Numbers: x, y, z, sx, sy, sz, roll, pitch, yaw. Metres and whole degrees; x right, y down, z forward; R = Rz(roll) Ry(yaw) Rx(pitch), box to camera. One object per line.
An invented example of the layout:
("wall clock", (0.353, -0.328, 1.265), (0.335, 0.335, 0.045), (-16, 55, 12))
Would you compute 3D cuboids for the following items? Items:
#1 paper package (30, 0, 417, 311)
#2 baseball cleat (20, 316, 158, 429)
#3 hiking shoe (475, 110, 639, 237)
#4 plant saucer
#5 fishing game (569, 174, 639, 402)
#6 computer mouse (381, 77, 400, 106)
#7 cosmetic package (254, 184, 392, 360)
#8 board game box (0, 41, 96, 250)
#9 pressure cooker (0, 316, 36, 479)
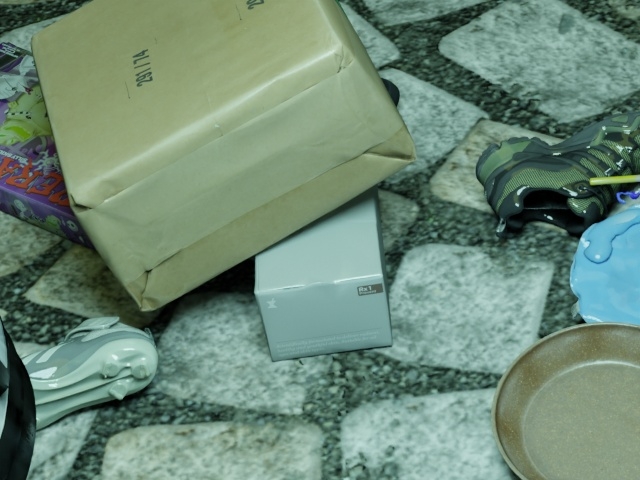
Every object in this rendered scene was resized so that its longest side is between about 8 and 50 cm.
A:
("paper package", (-0.104, -0.138, 1.828), (0.309, 0.168, 0.325), (-29, 36, 3))
("baseball cleat", (-0.256, 0.130, 1.775), (0.206, 0.072, 0.109), (-11, 25, -5))
("hiking shoe", (0.277, -0.056, 1.880), (0.227, 0.086, 0.114), (-12, 56, 2))
("plant saucer", (0.251, 0.160, 1.639), (0.199, 0.036, 0.198), (-6, 49, 7))
("fishing game", (0.328, 0.044, 1.760), (0.189, 0.041, 0.264), (-8, 54, 0))
("computer mouse", (-0.010, -0.100, 2.011), (0.242, 0.041, 0.071), (-34, 37, -17))
("cosmetic package", (0.000, 0.000, 1.839), (0.127, 0.107, 0.238), (-7, 43, 5))
("board game box", (-0.295, -0.108, 2.063), (0.347, 0.056, 0.208), (21, 53, 31))
("pressure cooker", (-0.447, 0.140, 1.530), (0.376, 0.420, 0.369), (-3, 54, 30))
